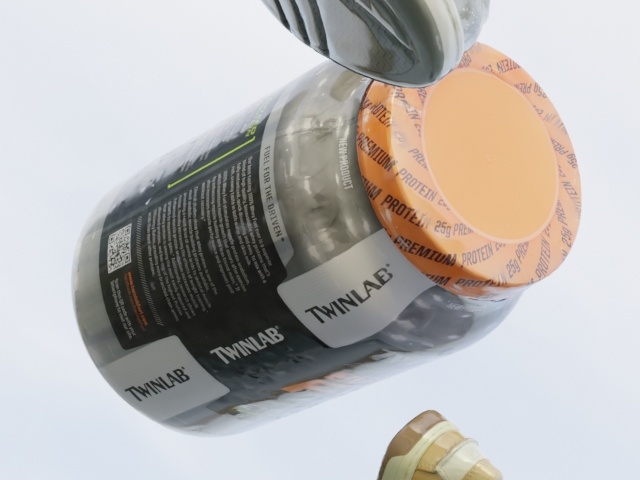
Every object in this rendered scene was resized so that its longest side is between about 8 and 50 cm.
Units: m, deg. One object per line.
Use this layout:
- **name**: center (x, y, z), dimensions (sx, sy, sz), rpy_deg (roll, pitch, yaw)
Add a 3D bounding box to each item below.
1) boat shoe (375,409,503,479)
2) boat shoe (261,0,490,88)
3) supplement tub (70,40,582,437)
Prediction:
- **boat shoe**: center (0.060, 0.181, 1.080), dimensions (0.072, 0.068, 0.190), rpy_deg (32, -42, 26)
- **boat shoe**: center (-0.012, -0.185, 0.919), dimensions (0.320, 0.103, 0.118), rpy_deg (48, -14, 44)
- **supplement tub**: center (0.000, 0.000, 1.243), dimensions (0.193, 0.193, 0.316), rpy_deg (47, -40, -15)
